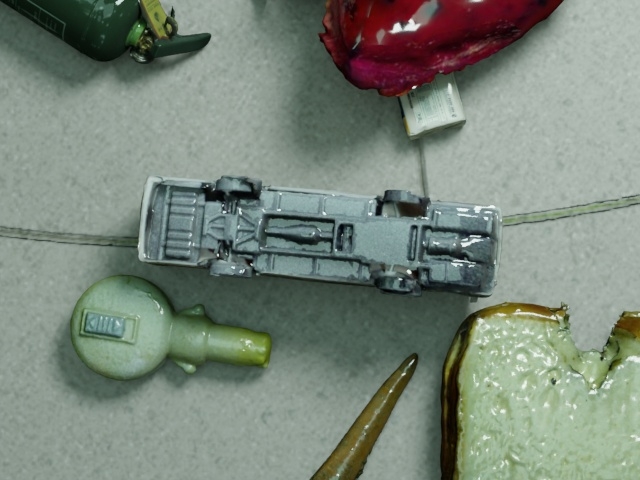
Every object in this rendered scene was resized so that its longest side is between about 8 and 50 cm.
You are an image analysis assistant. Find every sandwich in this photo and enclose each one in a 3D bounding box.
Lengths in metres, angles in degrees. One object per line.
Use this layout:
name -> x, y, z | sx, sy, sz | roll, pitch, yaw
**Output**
sandwich -> 0.249, 0.183, 1.732 | 0.273, 0.095, 0.249 | 3, 86, 3

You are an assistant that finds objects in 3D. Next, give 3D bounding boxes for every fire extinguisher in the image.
fire extinguisher -> -0.260, -0.261, 1.802 | 0.311, 0.114, 0.095 | 33, 127, 7

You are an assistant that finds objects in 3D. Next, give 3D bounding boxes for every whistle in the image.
whistle -> -0.147, 0.093, 1.781 | 0.198, 0.057, 0.104 | 10, 87, 5

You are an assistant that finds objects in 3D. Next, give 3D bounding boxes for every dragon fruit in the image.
dragon fruit -> 0.087, -0.298, 1.712 | 0.302, 0.240, 0.330 | 25, 80, 27

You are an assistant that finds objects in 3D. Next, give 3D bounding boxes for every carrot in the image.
carrot -> 0.022, 0.214, 1.771 | 0.049, 0.049, 0.254 | 35, 84, 6

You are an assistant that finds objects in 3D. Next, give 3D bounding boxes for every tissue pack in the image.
tissue pack -> 0.104, -0.146, 1.792 | 0.062, 0.042, 0.083 | -17, 85, 0

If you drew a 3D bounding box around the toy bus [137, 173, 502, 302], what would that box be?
toy bus -> 0.000, 0.000, 1.740 | 0.343, 0.138, 0.097 | 5, 85, 5
